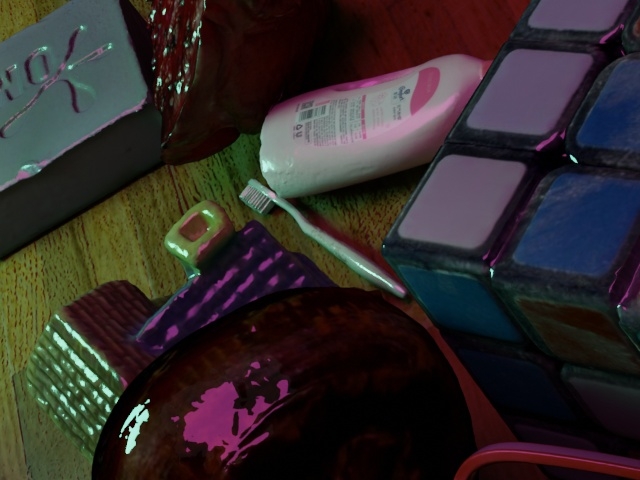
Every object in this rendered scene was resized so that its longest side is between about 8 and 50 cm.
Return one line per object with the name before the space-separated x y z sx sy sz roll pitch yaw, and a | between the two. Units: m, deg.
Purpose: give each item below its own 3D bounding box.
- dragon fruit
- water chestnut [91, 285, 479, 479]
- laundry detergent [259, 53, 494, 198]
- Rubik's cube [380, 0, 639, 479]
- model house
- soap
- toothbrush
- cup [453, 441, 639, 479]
dragon fruit | -0.052 -0.259 1.993 0.329 0.228 0.286 123 150 -51
water chestnut | -0.016 0.217 1.485 0.350 0.350 0.302 -42 39 -7
laundry detergent | 0.101 -0.136 1.921 0.335 0.088 0.159 -14 38 21
Rubik's cube | 0.317 0.001 1.442 0.359 0.363 0.362 11 63 45
model house | -0.123 0.106 1.718 0.321 0.266 0.261 -44 45 -8
soap | -0.330 -0.151 2.218 0.296 0.107 0.285 -32 43 7
toothbrush | 0.000 0.000 1.910 0.029 0.025 0.307 -51 42 -4
cup | 0.211 0.268 1.390 0.264 0.226 0.182 -4 7 22
